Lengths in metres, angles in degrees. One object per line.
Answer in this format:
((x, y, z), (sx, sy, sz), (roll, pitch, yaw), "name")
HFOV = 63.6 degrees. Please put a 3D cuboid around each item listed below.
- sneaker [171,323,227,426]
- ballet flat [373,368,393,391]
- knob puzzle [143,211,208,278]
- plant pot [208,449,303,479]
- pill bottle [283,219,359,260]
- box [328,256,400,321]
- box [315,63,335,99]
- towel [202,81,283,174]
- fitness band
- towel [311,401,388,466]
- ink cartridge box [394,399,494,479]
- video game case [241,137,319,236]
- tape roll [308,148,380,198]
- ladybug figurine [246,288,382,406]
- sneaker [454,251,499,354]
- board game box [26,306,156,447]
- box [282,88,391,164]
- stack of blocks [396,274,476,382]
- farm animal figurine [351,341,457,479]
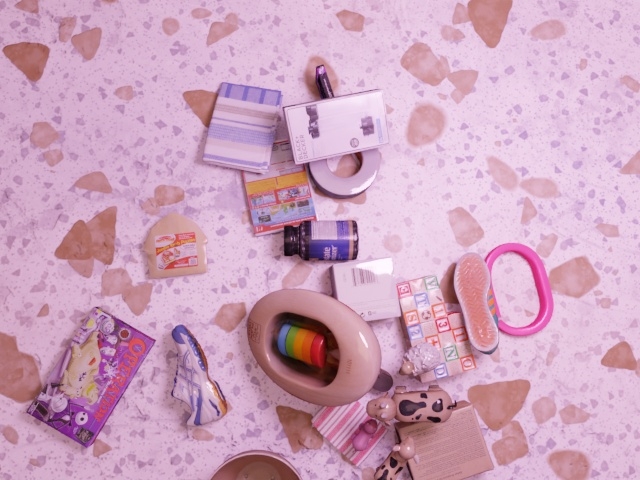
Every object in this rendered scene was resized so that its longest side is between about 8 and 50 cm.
((-0.382, 0.392, 1.485), (0.131, 0.112, 0.296), (-24, 85, -5), "sneaker")
((0.102, 0.376, 1.549), (0.250, 0.058, 0.084), (24, 101, 5), "ballet flat")
((-0.436, 0.011, 1.566), (0.213, 0.030, 0.213), (0, 84, -3), "knob puzzle")
((-0.174, 0.705, 1.421), (0.284, 0.191, 0.283), (0, 83, -3), "plant pot")
((0.000, 0.000, 1.547), (0.219, 0.123, 0.122), (-1, 83, -3), "pill bottle")
((0.129, 0.150, 1.539), (0.181, 0.119, 0.181), (-8, 85, -4), "box")
((0.021, -0.446, 1.603), (0.029, 0.116, 0.162), (-19, 85, -4), "box")
((-0.238, -0.351, 1.602), (0.209, 0.034, 0.284), (9, 74, 1), "towel")
((0.606, 0.151, 1.601), (0.209, 0.054, 0.290), (-13, 86, -5), "fitness band")
((0.087, 0.553, 1.538), (0.197, 0.029, 0.144), (44, 83, 0), "towel")
((0.358, 0.601, 1.515), (0.235, 0.088, 0.193), (-16, 84, -5), "ink cartridge box")
((-0.131, -0.170, 1.608), (0.204, 0.025, 0.285), (-12, 84, -5), "video game case")
((0.072, -0.241, 1.605), (0.219, 0.072, 0.219), (0, 84, -4), "tape roll")
((-0.017, 0.280, 1.426), (0.450, 0.162, 0.304), (15, 103, 36), "ladybug figurine")
((0.465, 0.189, 1.538), (0.108, 0.121, 0.302), (-9, 66, 17), "sneaker")
((-0.662, 0.392, 1.502), (0.208, 0.056, 0.346), (30, 82, -4), "board game box")
((0.046, -0.332, 1.506), (0.290, 0.087, 0.169), (-11, 108, -5), "box")
((0.336, 0.256, 1.555), (0.171, 0.087, 0.297), (-14, 84, -5), "stack of blocks")
((0.214, 0.477, 1.398), (0.327, 0.172, 0.330), (-21, 80, 5), "farm animal figurine")
